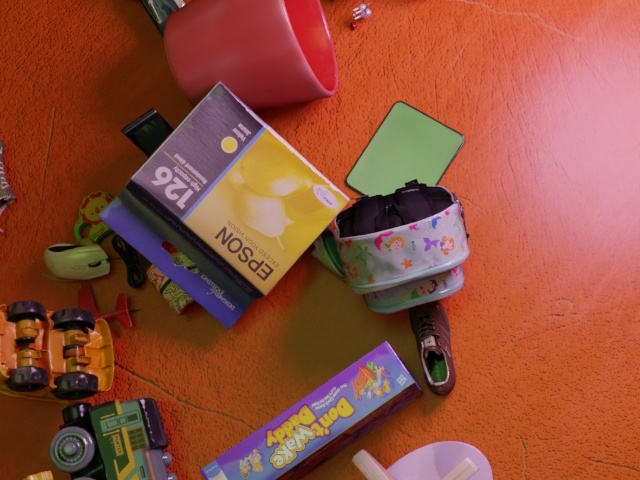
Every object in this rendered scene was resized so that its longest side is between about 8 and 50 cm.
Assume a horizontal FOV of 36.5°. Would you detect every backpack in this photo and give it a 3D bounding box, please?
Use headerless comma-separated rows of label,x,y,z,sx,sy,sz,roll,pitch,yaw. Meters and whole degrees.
backpack,0.136,0.010,1.597,0.225,0.253,0.191,-15,96,3

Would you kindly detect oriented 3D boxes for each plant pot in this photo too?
plant pot,-0.128,-0.349,1.733,0.243,0.275,0.275,-17,75,16

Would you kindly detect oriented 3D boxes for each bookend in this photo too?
bookend,-0.266,-0.135,1.749,0.072,0.156,0.157,-35,75,0

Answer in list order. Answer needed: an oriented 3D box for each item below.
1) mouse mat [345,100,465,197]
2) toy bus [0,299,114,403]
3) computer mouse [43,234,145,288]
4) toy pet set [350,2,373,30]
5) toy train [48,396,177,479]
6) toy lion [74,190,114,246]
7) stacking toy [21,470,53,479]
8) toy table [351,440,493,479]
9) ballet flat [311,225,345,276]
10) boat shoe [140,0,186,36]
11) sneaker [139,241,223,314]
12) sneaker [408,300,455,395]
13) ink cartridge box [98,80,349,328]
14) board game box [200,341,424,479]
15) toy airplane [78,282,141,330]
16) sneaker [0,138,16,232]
mouse mat,0.152,-0.145,1.756,0.152,0.007,0.190,32,85,15
toy bus,-0.502,0.210,1.680,0.211,0.220,0.150,-27,61,36
computer mouse,-0.423,0.043,1.776,0.192,0.042,0.106,-4,118,14
toy pet set,0.062,-0.476,1.803,0.065,0.114,0.122,-30,75,-15
toy train,-0.337,0.423,1.649,0.190,0.142,0.334,-17,75,-4
toy lion,-0.422,-0.040,1.820,0.100,0.034,0.096,-42,67,-1
stacking toy,-0.508,0.497,1.605,0.221,0.052,0.167,-29,72,24
toy table,0.154,0.433,1.545,0.252,0.161,0.274,36,86,15
ballet flat,0.000,0.000,1.734,0.052,0.057,0.168,-36,68,29
boat shoe,-0.352,-0.500,1.883,0.079,0.095,0.254,-38,83,-12
sneaker,-0.180,0.019,1.735,0.270,0.090,0.145,-36,77,2
sneaker,0.192,0.167,1.644,0.066,0.071,0.189,-16,76,6
ink cartridge box,-0.162,-0.056,1.648,0.303,0.072,0.307,41,83,-10
board game box,-0.002,0.305,1.562,0.347,0.233,0.078,-35,74,1
toy airplane,-0.401,0.145,1.774,0.151,0.028,0.151,-2,79,9
sneaker,-0.618,-0.100,1.853,0.086,0.064,0.192,13,80,5
